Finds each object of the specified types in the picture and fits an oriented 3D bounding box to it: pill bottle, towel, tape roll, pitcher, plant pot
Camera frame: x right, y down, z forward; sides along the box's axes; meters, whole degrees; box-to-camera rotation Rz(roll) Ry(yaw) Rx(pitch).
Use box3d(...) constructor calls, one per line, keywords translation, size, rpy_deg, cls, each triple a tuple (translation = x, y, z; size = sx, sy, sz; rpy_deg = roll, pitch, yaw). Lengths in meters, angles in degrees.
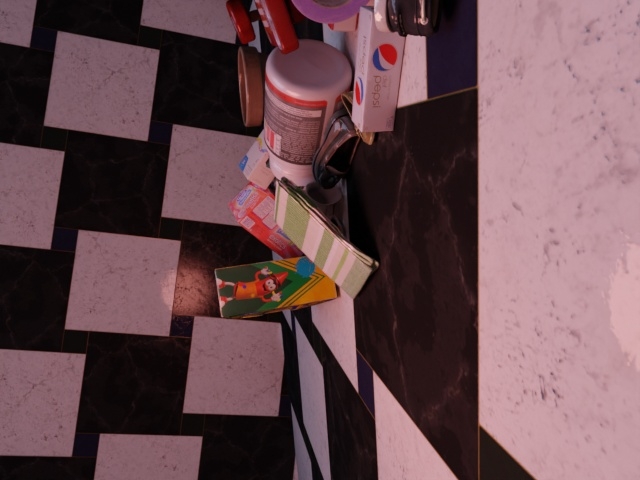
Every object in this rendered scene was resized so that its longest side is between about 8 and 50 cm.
box3d(translation=(-0.047, -0.323, 1.229), size=(0.363, 0.210, 0.210), rpy_deg=(104, 156, -57), cls="pill bottle")
box3d(translation=(0.000, 0.000, 1.198), size=(0.325, 0.038, 0.248), rpy_deg=(43, 156, 11), cls="towel")
box3d(translation=(0.017, -0.530, 0.885), size=(0.189, 0.189, 0.080), rpy_deg=(98, 160, -49), cls="tape roll")
box3d(translation=(-0.058, -0.089, 1.353), size=(0.207, 0.177, 0.125), rpy_deg=(-49, 53, 48), cls="pitcher")
box3d(translation=(-0.156, -0.530, 1.572), size=(0.263, 0.229, 0.263), rpy_deg=(173, 90, -78), cls="plant pot")

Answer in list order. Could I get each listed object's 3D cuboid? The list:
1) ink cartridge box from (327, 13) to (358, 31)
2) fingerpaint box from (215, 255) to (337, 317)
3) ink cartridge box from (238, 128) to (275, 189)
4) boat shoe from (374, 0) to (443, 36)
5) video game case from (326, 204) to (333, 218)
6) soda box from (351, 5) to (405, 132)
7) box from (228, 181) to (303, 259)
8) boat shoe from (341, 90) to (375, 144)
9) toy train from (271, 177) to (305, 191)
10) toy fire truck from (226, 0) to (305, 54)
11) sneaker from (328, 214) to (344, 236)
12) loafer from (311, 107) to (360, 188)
box3d(translation=(0.039, -0.563, 1.059), size=(0.150, 0.063, 0.109), rpy_deg=(-111, 19, -47), cls="ink cartridge box")
box3d(translation=(-0.170, 0.178, 1.642), size=(0.445, 0.371, 0.163), rpy_deg=(134, 127, -75), cls="fingerpaint box")
box3d(translation=(-0.158, -0.295, 1.480), size=(0.231, 0.078, 0.134), rpy_deg=(-53, 35, 11), cls="ink cartridge box")
box3d(translation=(0.143, -0.436, 0.611), size=(0.114, 0.091, 0.302), rpy_deg=(-45, -35, -45), cls="boat shoe")
box3d(translation=(0.001, -0.136, 1.509), size=(0.227, 0.026, 0.206), rpy_deg=(-114, 25, -55), cls="video game case")
box3d(translation=(0.107, -0.320, 0.866), size=(0.074, 0.069, 0.216), rpy_deg=(-113, 21, -53), cls="soda box")
box3d(translation=(-0.162, -0.070, 1.631), size=(0.300, 0.154, 0.142), rpy_deg=(41, -172, -41), cls="box")
box3d(translation=(0.085, -0.277, 1.031), size=(0.056, 0.048, 0.153), rpy_deg=(107, 154, -61), cls="boat shoe")
box3d(translation=(-0.102, -0.269, 1.625), size=(0.334, 0.142, 0.190), rpy_deg=(-125, 46, -76), cls="toy train")
box3d(translation=(-0.130, -0.567, 0.989), size=(0.254, 0.169, 0.302), rpy_deg=(-120, 8, -61), cls="toy fire truck")
box3d(translation=(0.044, -0.001, 1.338), size=(0.075, 0.057, 0.161), rpy_deg=(94, 168, -60), cls="sneaker")
box3d(translation=(0.041, -0.211, 1.177), size=(0.267, 0.096, 0.084), rpy_deg=(108, 144, -55), cls="loafer")
